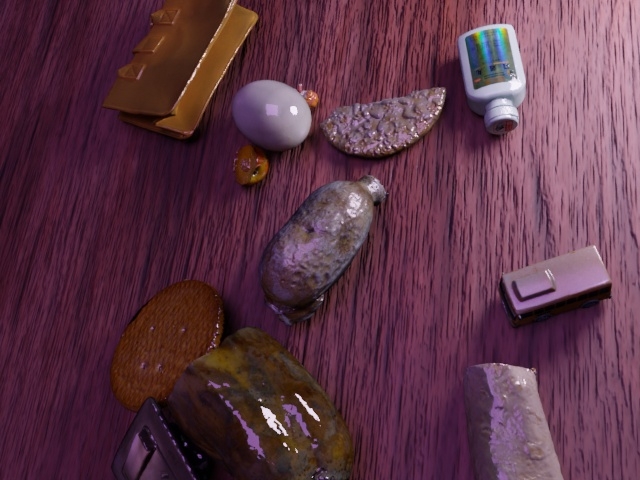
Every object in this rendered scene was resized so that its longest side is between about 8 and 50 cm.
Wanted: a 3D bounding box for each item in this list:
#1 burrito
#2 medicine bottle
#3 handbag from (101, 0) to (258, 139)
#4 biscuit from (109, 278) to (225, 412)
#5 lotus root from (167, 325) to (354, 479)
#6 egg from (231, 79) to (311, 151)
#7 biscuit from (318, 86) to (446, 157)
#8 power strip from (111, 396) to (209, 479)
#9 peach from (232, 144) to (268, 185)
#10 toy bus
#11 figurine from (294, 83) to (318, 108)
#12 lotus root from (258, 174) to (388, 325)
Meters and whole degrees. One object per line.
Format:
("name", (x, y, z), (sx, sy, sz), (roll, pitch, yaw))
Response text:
("burrito", (0.319, 0.352, 1.089), (0.143, 0.105, 0.299), (-11, 64, 11))
("medicine bottle", (0.358, -0.332, 1.357), (0.121, 0.083, 0.229), (-9, 67, 13))
("handbag", (-0.350, -0.460, 1.639), (0.283, 0.133, 0.401), (18, 76, 30))
("biscuit", (-0.315, 0.214, 1.353), (0.305, 0.038, 0.305), (-23, 44, 23))
("lotus root", (-0.093, 0.339, 1.167), (0.250, 0.250, 0.346), (-45, 64, -2))
("egg", (-0.113, -0.282, 1.466), (0.209, 0.151, 0.151), (33, 83, 34))
("biscuit", (0.134, -0.244, 1.426), (0.289, 0.038, 0.141), (-8, 68, 18))
("power strip", (-0.288, 0.457, 1.244), (0.251, 0.092, 0.257), (47, 127, 22))
("peach", (-0.154, -0.168, 1.486), (0.098, 0.061, 0.098), (-16, 68, 47))
("toy bus", (0.411, 0.083, 1.161), (0.182, 0.103, 0.091), (-20, 64, 12))
("figurine", (-0.051, -0.335, 1.526), (0.109, 0.047, 0.064), (21, 85, 35))
("lotus root", (-0.002, -0.002, 1.306), (0.175, 0.175, 0.349), (31, 79, 27))
